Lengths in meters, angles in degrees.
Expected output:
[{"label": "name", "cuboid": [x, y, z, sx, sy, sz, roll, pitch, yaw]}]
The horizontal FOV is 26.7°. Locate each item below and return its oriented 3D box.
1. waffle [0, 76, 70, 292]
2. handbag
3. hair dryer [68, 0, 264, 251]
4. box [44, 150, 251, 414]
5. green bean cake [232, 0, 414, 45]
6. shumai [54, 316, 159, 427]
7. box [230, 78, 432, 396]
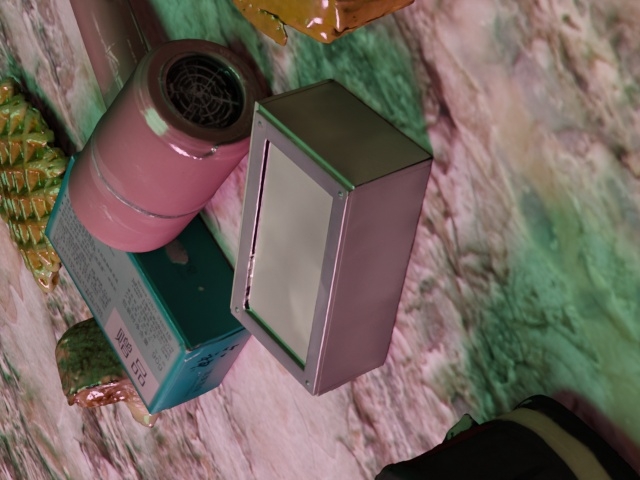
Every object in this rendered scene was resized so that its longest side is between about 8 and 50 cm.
[{"label": "waffle", "cuboid": [-0.345, -0.065, 1.592, 0.214, 0.054, 0.208, 55, 148, 29]}, {"label": "handbag", "cuboid": [0.120, 0.240, 0.998, 0.181, 0.181, 0.254, 46, 138, 32]}, {"label": "hair dryer", "cuboid": [-0.185, -0.187, 1.263, 0.210, 0.125, 0.352, -43, 65, 53]}, {"label": "box", "cuboid": [-0.177, 0.034, 1.380, 0.245, 0.092, 0.153, 58, 146, 17]}, {"label": "green bean cake", "cuboid": [-0.021, -0.277, 0.960, 0.230, 0.131, 0.224, 36, 137, 34]}, {"label": "shumai", "cuboid": [-0.216, 0.151, 1.480, 0.145, 0.145, 0.116, 25, 142, 46]}, {"label": "box", "cuboid": [0.000, 0.000, 1.120, 0.129, 0.086, 0.225, 42, 139, 34]}]
